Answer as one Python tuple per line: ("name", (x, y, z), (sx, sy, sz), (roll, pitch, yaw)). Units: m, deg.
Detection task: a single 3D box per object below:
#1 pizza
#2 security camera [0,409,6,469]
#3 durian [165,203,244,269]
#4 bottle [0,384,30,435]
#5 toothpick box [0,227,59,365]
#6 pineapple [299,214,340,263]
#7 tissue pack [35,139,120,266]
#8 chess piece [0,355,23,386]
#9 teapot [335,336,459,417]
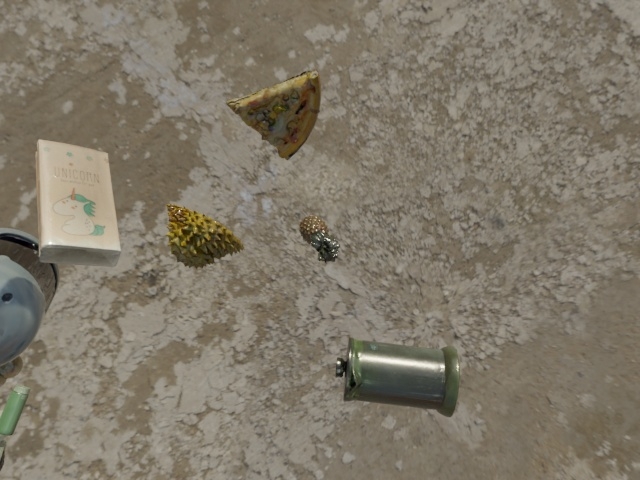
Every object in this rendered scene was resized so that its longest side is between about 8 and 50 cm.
("pizza", (-0.079, -0.239, 0.971), (0.185, 0.176, 0.036), (-55, 41, 30))
("security camera", (-1.034, 0.634, 1.587), (0.194, 0.194, 0.236), (4, 83, 12))
("durian", (-0.285, -0.011, 1.317), (0.165, 0.182, 0.132), (-13, 43, 2))
("bottle", (-0.543, 0.299, 0.947), (0.030, 0.030, 0.083), (11, 72, 13))
("toothpick box", (-0.698, 0.131, 1.104), (0.263, 0.354, 0.263), (-5, 105, -18))
("pineapple", (0.000, 0.000, 1.309), (0.074, 0.074, 0.159), (-38, 37, 3))
("tissue pack", (-0.577, -0.091, 1.266), (0.071, 0.170, 0.325), (-51, 48, 38))
("chess piece", (-0.819, 0.336, 1.313), (0.170, 0.094, 0.094), (-34, 76, -11))
("teapot", (0.213, 0.376, 1.563), (0.337, 0.270, 0.200), (6, 104, 2))
